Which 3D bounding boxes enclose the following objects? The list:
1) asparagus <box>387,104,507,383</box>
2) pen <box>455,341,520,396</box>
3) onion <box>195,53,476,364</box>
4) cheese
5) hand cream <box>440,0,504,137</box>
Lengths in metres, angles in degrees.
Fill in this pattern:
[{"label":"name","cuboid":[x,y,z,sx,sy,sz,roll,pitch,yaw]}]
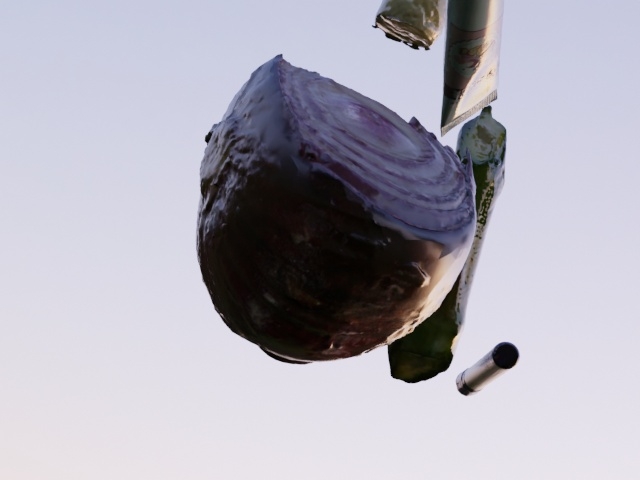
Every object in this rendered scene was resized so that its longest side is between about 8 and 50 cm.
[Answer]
[{"label":"asparagus","cuboid":[0.155,0.007,1.705,0.082,0.343,0.085,18,2,5]},{"label":"pen","cuboid":[0.185,0.145,1.641,0.033,0.033,0.269,27,-12,3]},{"label":"onion","cuboid":[0.000,0.004,1.147,0.216,0.207,0.206,24,-60,-19]},{"label":"cheese","cuboid":[0.151,-0.360,2.052,0.094,0.167,0.123,27,-6,-6]},{"label":"hand cream","cuboid":[0.153,-0.226,1.487,0.058,0.085,0.331,43,-20,23]}]
